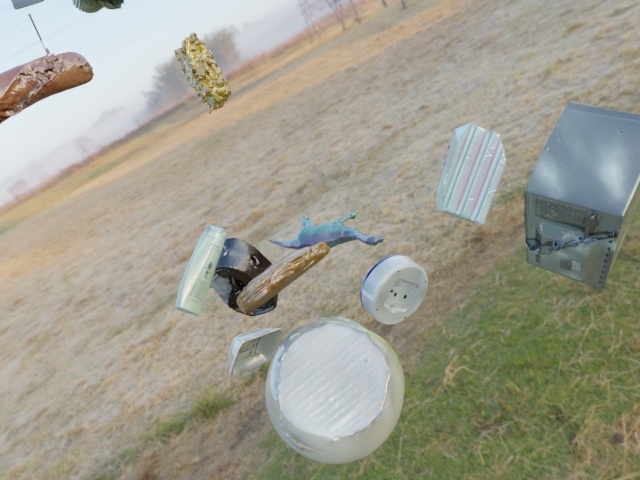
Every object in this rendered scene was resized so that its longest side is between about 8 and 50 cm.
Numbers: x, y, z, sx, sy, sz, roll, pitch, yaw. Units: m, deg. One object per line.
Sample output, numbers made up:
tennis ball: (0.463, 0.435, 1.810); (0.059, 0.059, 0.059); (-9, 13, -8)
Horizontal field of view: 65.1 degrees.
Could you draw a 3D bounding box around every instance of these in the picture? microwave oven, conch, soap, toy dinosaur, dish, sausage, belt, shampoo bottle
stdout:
microwave oven: (0.747, -0.104, 1.412); (0.237, 0.432, 0.374); (21, 71, 32)
conch: (-0.699, -0.767, 1.554); (0.153, 0.102, 0.135); (-24, 20, -25)
soap: (0.383, -0.173, 1.290); (0.091, 0.145, 0.230); (-118, 48, -82)
toy dinosaur: (0.000, 0.000, 1.629); (0.384, 0.129, 0.331); (-13, 13, 4)
dish: (-0.226, 0.362, 1.724); (0.064, 0.153, 0.234); (35, 26, 30)
sausage: (-0.587, -0.279, 0.963); (0.079, 0.087, 0.326); (16, 49, 41)
belt: (-0.247, 0.110, 1.614); (0.184, 0.289, 0.163); (-12, 48, 20)
shampoo bottle: (-0.275, 0.066, 1.167); (0.049, 0.072, 0.212); (-1, 65, 43)

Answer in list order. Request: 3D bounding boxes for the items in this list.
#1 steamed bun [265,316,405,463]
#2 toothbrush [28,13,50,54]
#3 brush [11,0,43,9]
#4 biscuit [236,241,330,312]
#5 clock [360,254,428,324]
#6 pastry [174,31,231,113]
steamed bun: (0.031, 0.327, 1.084); (0.310, 0.309, 0.309); (-28, 19, 11)
toothbrush: (-0.612, -0.448, 1.091); (0.008, 0.096, 0.006); (-29, 60, -20)
brush: (-0.739, -0.684, 1.360); (0.283, 0.054, 0.048); (-2, 33, 23)
biscuit: (-0.080, 0.069, 1.137); (0.262, 0.052, 0.277); (-37, -4, -13)
clock: (0.245, 0.165, 1.657); (0.231, 0.230, 0.083); (-35, 37, -9)
pastry: (-0.369, -0.519, 1.592); (0.103, 0.249, 0.154); (-27, -2, -25)
